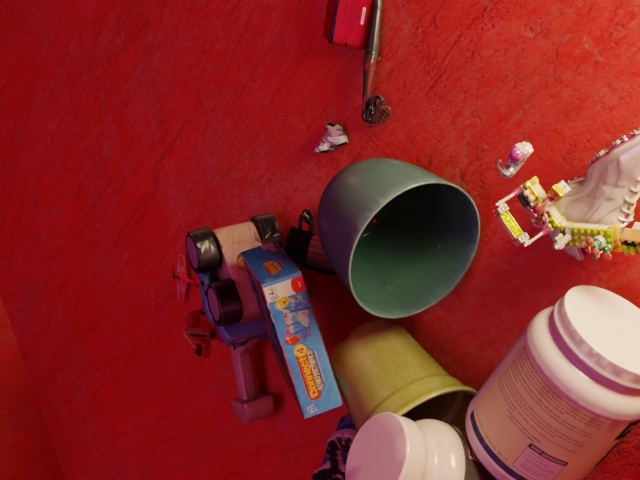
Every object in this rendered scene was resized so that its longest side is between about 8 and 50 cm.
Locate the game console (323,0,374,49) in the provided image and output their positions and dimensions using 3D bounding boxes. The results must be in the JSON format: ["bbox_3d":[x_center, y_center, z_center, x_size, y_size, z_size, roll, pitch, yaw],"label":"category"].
[{"bbox_3d":[0.062,-0.499,1.845,0.124,0.085,0.144,15,112,14],"label":"game console"}]

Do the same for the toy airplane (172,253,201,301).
[{"bbox_3d":[-0.383,0.113,2.452,0.151,0.028,0.151,15,110,45],"label":"toy airplane"}]

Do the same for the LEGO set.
[{"bbox_3d":[0.388,-0.028,1.379,0.287,0.107,0.132,41,137,23],"label":"LEGO set"}]

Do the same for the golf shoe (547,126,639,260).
[{"bbox_3d":[0.489,-0.079,1.410,0.140,0.115,0.306,56,142,12],"label":"golf shoe"}]

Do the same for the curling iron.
[{"bbox_3d":[0.119,-0.376,1.798,0.068,0.035,0.274,4,97,26],"label":"curling iron"}]

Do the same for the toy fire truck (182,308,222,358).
[{"bbox_3d":[-0.329,0.254,2.343,0.192,0.135,0.047,27,117,41],"label":"toy fire truck"}]

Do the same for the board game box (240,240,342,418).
[{"bbox_3d":[-0.067,0.181,1.829,0.308,0.086,0.301,-138,30,-73],"label":"board game box"}]

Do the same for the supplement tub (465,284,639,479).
[{"bbox_3d":[0.418,0.259,1.452,0.235,0.235,0.324,49,130,29],"label":"supplement tub"}]

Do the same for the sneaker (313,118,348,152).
[{"bbox_3d":[0.018,-0.241,1.934,0.098,0.038,0.069,-18,83,39],"label":"sneaker"}]

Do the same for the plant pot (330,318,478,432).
[{"bbox_3d":[0.153,0.309,1.762,0.254,0.276,0.276,56,135,40],"label":"plant pot"}]

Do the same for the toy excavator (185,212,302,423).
[{"bbox_3d":[-0.192,0.207,2.157,0.433,0.222,0.445,66,156,20],"label":"toy excavator"}]

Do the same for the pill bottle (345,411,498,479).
[{"bbox_3d":[0.237,0.451,1.565,0.210,0.363,0.210,-40,36,38],"label":"pill bottle"}]

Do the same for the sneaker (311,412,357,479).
[{"bbox_3d":[0.076,0.495,1.975,0.130,0.147,0.330,29,140,10],"label":"sneaker"}]

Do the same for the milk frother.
[{"bbox_3d":[0.000,0.000,1.967,0.135,0.129,0.143,14,78,10],"label":"milk frother"}]

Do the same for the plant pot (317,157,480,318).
[{"bbox_3d":[0.127,-0.029,1.687,0.235,0.293,0.293,44,129,50],"label":"plant pot"}]
